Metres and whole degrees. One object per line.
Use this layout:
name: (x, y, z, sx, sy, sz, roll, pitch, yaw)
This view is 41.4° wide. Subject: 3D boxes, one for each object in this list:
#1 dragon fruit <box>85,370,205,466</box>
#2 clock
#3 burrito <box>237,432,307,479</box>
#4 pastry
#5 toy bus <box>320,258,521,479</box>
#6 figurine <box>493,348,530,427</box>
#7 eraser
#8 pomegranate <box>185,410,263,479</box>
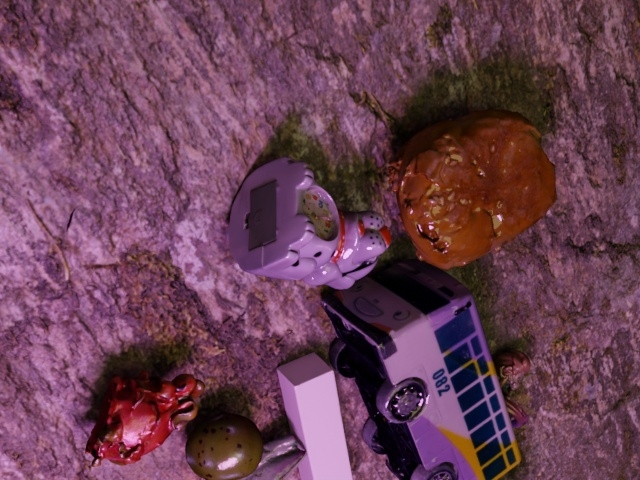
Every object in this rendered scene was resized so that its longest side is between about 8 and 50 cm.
dragon fruit: (-0.275, 0.267, 1.314, 0.208, 0.133, 0.150, -25, 115, -15)
clock: (0.000, -0.001, 1.355, 0.254, 0.189, 0.188, 25, 96, -39)
burrito: (-0.151, 0.452, 1.471, 0.309, 0.096, 0.066, -45, 150, -8)
pastry: (0.249, -0.092, 1.449, 0.311, 0.162, 0.255, -17, 106, -27)
toy bus: (0.190, 0.254, 1.519, 0.249, 0.209, 0.439, -31, 120, -16)
figurine: (0.362, 0.294, 1.703, 0.126, 0.114, 0.157, 40, 54, -67)
eraser: (-0.004, 0.353, 1.530, 0.078, 0.076, 0.298, -21, 118, -22)
pomegranate: (-0.152, 0.365, 1.417, 0.129, 0.129, 0.159, -24, 102, -19)
